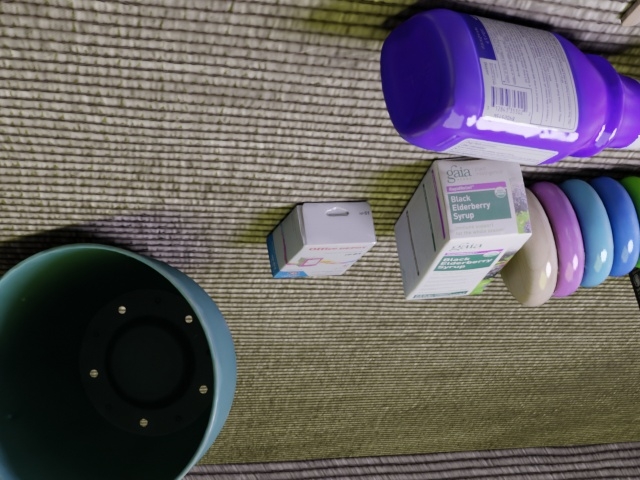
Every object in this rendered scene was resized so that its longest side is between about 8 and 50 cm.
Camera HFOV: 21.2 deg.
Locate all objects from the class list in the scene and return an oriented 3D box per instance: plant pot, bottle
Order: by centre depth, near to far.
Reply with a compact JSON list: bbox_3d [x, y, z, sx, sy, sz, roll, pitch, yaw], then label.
[{"bbox_3d":[0.181,-0.125,1.479,0.283,0.118,0.092,4,157,-41],"label":"bottle"},{"bbox_3d":[-0.225,0.146,1.924,0.293,0.293,0.235,-13,179,12],"label":"plant pot"}]

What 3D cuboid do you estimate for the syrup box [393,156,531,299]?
[{"bbox_3d":[0.153,-0.011,1.893,0.093,0.096,0.237,-6,165,-11],"label":"syrup box"}]

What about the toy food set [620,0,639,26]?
[{"bbox_3d":[0.363,-0.199,1.463,0.192,0.038,0.132,-5,164,-12],"label":"toy food set"}]

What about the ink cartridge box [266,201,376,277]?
[{"bbox_3d":[0.000,0.000,1.925,0.088,0.052,0.122,-3,162,-20],"label":"ink cartridge box"}]

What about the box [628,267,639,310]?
[{"bbox_3d":[0.525,0.054,2.196,0.142,0.163,0.247,-8,164,-20],"label":"box"}]

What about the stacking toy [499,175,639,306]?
[{"bbox_3d":[0.366,-0.027,1.938,0.330,0.141,0.141,-13,165,-12],"label":"stacking toy"}]
